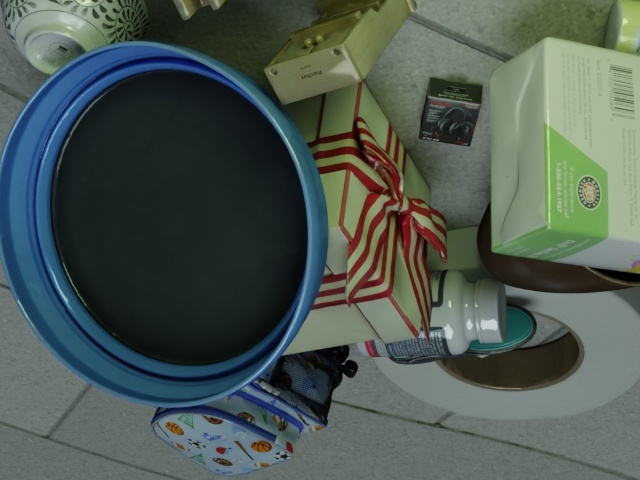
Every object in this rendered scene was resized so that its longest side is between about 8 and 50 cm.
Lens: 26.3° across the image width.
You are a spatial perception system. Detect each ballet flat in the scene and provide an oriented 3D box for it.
[{"bbox_3d":[0.183,0.123,1.785,0.203,0.074,0.074,-11,140,15],"label":"ballet flat"}]

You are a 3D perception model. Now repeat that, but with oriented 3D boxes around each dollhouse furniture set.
[{"bbox_3d":[-0.023,-0.286,1.363,0.212,0.161,0.242,-12,118,33],"label":"dollhouse furniture set"}]

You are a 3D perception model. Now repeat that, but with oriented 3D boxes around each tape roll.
[{"bbox_3d":[0.256,0.123,1.878,0.392,0.072,0.392,5,142,4],"label":"tape roll"}]

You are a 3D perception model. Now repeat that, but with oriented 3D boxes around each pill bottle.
[{"bbox_3d":[0.138,0.091,1.712,0.180,0.108,0.108,-2,142,16],"label":"pill bottle"}]

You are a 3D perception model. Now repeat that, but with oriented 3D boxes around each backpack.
[{"bbox_3d":[-0.138,0.205,1.964,0.263,0.213,0.276,39,137,-20],"label":"backpack"}]

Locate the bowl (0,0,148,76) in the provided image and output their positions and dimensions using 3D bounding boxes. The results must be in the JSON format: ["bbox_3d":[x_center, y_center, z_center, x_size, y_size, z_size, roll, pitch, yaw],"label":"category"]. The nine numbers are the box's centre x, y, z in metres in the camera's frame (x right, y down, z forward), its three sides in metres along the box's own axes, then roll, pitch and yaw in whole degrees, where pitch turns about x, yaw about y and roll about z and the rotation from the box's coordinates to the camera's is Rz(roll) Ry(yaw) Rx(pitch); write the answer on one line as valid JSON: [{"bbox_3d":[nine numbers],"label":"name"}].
[{"bbox_3d":[-0.280,-0.231,1.507,0.170,0.080,0.170,6,142,4],"label":"bowl"}]

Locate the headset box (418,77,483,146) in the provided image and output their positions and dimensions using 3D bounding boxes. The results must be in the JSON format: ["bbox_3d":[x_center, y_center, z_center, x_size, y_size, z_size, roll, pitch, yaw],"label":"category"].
[{"bbox_3d":[0.149,-0.149,1.570,0.062,0.032,0.083,9,145,0],"label":"headset box"}]

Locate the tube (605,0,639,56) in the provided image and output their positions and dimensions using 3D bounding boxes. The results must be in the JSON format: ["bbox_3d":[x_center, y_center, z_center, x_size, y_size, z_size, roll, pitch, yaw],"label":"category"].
[{"bbox_3d":[0.420,-0.207,1.427,0.240,0.070,0.062,6,104,-3],"label":"tube"}]

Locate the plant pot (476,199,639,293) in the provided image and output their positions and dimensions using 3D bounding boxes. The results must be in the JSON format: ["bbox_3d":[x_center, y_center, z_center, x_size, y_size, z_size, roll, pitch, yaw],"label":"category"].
[{"bbox_3d":[0.285,-0.024,1.592,0.215,0.215,0.230,21,157,-16],"label":"plant pot"}]

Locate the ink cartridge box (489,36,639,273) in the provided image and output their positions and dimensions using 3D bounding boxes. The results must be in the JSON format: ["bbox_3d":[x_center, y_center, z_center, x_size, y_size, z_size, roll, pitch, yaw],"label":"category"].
[{"bbox_3d":[0.358,-0.072,1.439,0.354,0.207,0.119,8,163,-21],"label":"ink cartridge box"}]

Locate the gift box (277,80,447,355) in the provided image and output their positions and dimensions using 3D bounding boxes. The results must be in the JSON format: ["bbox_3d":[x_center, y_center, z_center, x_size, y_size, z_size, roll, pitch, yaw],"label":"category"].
[{"bbox_3d":[0.000,0.000,1.606,0.258,0.276,0.255,-13,143,24],"label":"gift box"}]

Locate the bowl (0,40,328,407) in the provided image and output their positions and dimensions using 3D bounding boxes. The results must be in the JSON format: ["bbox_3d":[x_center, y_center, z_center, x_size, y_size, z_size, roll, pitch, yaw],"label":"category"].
[{"bbox_3d":[-0.170,-0.019,1.473,0.391,0.077,0.391,5,101,23],"label":"bowl"}]
